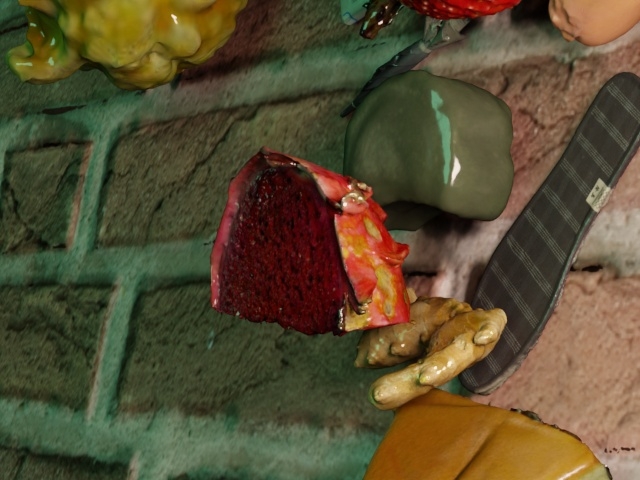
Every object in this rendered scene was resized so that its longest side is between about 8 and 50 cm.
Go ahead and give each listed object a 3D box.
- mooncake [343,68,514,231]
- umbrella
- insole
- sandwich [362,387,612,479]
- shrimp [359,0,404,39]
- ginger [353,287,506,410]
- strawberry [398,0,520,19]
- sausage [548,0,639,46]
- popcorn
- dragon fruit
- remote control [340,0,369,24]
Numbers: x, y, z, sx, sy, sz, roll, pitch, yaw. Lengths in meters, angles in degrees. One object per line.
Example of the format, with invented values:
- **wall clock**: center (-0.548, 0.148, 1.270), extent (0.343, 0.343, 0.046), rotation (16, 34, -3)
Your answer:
- **mooncake**: center (0.098, -0.067, 1.697), extent (0.175, 0.104, 0.168), rotation (44, 113, 51)
- **umbrella**: center (0.089, -0.180, 1.822), extent (0.269, 0.044, 0.044), rotation (-39, 18, 44)
- **insole**: center (0.195, -0.004, 1.606), extent (0.309, 0.012, 0.110), rotation (-60, 33, 21)
- **sandwich**: center (0.082, 0.208, 1.513), extent (0.245, 0.212, 0.063), rotation (13, 132, 58)
- **shrimp**: center (0.064, -0.294, 1.873), extent (0.148, 0.035, 0.195), rotation (28, 85, 40)
- **ginger**: center (0.093, 0.090, 1.650), extent (0.176, 0.052, 0.193), rotation (-18, 25, 32)
- **strawberry**: center (0.128, -0.307, 1.655), extent (0.238, 0.250, 0.288), rotation (51, 140, 13)
- **sausage**: center (0.272, -0.275, 1.507), extent (0.289, 0.086, 0.086), rotation (-63, 32, 36)
- **popcorn**: center (-0.209, -0.312, 2.135), extent (0.279, 0.274, 0.335), rotation (13, 129, 28)
- **dragon fruit**: center (0.009, -0.006, 1.648), extent (0.274, 0.126, 0.161), rotation (5, 101, 61)
- **remote control**: center (0.061, -0.264, 1.919), extent (0.124, 0.018, 0.053), rotation (-31, 51, 45)
